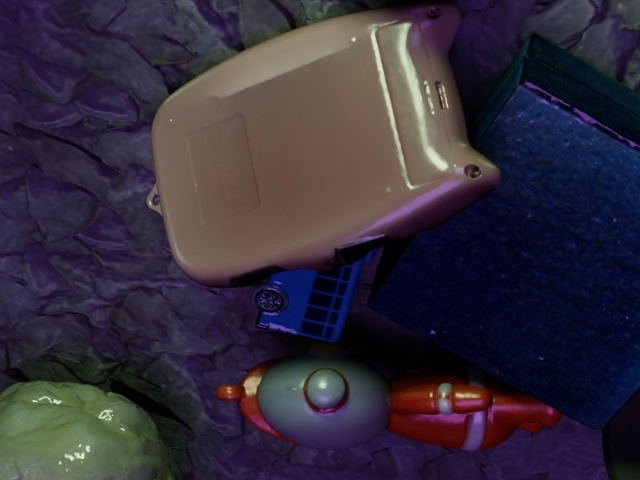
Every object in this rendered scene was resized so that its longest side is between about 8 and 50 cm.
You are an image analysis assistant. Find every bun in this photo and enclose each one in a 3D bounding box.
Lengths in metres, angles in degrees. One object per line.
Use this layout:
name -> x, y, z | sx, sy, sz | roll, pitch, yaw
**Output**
bun -> -0.247, 0.280, 1.545 | 0.205, 0.281, 0.281 | -13, 127, -12

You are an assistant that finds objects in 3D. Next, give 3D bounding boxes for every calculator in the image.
calculator -> -0.017, -0.079, 1.264 | 0.330, 0.048, 0.220 | -19, 76, 23

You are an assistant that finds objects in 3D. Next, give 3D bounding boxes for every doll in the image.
doll -> 0.065, 0.156, 1.438 | 0.337, 0.105, 0.200 | 1, 169, -3

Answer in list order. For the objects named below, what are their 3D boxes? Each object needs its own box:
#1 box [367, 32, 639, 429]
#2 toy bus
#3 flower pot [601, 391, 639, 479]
box -> 0.225, -0.002, 1.312 | 0.261, 0.116, 0.279 | 30, 125, -5
toy bus -> 0.000, 0.000, 1.376 | 0.106, 0.090, 0.184 | 15, 129, -2
flower pot -> 0.409, 0.175, 1.363 | 0.166, 0.269, 0.269 | 14, 131, -29
